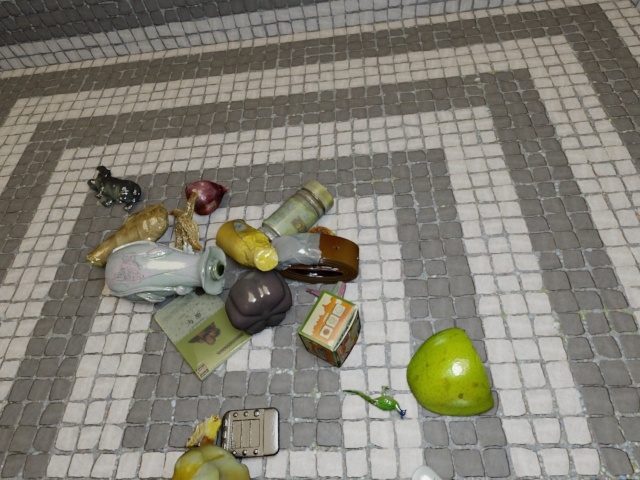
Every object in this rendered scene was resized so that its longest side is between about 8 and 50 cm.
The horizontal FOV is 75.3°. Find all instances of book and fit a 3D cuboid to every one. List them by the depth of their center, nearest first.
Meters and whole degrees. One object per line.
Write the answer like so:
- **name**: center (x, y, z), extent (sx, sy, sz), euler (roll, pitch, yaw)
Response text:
- **book**: center (-0.454, 0.324, 1.582), extent (0.239, 0.035, 0.352), euler (-39, 60, -18)

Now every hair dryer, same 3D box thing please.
- **hair dryer**: center (0.014, 0.199, 1.581), extent (0.154, 0.054, 0.106), euler (8, 55, 19)

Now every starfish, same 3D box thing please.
- **starfish**: center (-0.585, -0.031, 1.762), extent (0.302, 0.084, 0.293), euler (-21, 74, 41)

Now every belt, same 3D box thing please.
- **belt**: center (-0.024, 0.072, 1.561), extent (0.339, 0.217, 0.122), euler (5, 59, 0)

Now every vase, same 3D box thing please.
- **vase**: center (-0.588, 0.121, 1.602), extent (0.446, 0.250, 0.249), euler (-3, 57, 14)

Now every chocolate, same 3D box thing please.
- **chocolate**: center (-0.262, 0.019, 1.550), extent (0.162, 0.162, 0.445), euler (-40, 25, -16)

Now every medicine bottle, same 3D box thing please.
- **medicine bottle**: center (-0.105, -0.096, 1.724), extent (0.151, 0.151, 0.322), euler (36, 70, 27)

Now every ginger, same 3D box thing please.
- **ginger**: center (-0.838, -0.041, 1.805), extent (0.376, 0.166, 0.236), euler (-17, 64, -7)

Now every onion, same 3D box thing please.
- **onion**: center (-0.502, -0.201, 1.862), extent (0.195, 0.159, 0.159), euler (-25, 57, -21)

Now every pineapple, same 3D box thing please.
- **pineapple**: center (-0.370, 0.624, 1.322), extent (0.069, 0.116, 0.137), euler (32, 88, -20)

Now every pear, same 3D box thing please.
- **pear**: center (0.393, 0.420, 1.335), extent (0.239, 0.139, 0.288), euler (-21, 55, 6)

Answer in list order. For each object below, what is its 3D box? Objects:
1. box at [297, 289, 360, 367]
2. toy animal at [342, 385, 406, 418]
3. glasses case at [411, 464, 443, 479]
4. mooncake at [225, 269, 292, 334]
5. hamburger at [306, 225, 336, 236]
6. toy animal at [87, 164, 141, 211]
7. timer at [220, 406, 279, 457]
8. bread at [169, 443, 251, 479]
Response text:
- **box**: center (0.041, 0.305, 1.418), extent (0.148, 0.194, 0.177), euler (22, 63, 21)
- **toy animal**: center (0.183, 0.504, 1.363), extent (0.217, 0.041, 0.075), euler (17, 63, 24)
- **glasses case**: center (0.347, 0.736, 1.179), extent (0.076, 0.049, 0.197), euler (-39, 60, -15)
- **mooncake**: center (-0.218, 0.222, 1.488), extent (0.245, 0.245, 0.133), euler (-29, 54, -10)
- **hamburger**: center (0.000, 0.000, 1.687), extent (0.127, 0.081, 0.141), euler (-36, 58, -14)
- **toy animal**: center (-1.015, -0.255, 2.003), extent (0.343, 0.106, 0.168), euler (27, 66, 27)
- **timer**: center (-0.226, 0.624, 1.345), extent (0.188, 0.055, 0.144), euler (-4, 59, 2)
- **bread**: center (-0.311, 0.766, 1.176), extent (0.301, 0.210, 0.341), euler (-37, 51, 12)
